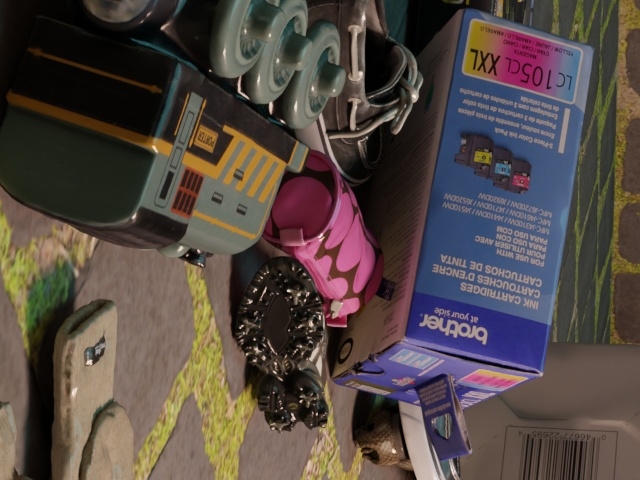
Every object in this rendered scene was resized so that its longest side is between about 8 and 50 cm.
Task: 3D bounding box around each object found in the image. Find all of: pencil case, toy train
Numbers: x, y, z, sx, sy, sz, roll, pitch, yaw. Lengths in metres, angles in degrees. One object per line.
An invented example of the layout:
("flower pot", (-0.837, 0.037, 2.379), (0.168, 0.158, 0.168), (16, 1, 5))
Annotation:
("pencil case", (0.000, 0.000, 1.537), (0.209, 0.095, 0.098), (55, 48, -65))
("toy train", (-0.089, -0.084, 1.118), (0.334, 0.142, 0.190), (27, 84, -76))

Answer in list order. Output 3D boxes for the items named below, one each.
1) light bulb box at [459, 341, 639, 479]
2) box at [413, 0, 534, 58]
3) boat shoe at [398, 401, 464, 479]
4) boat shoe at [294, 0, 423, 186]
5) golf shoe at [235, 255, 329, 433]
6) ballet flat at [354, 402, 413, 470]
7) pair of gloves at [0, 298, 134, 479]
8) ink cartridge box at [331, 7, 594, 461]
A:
("light bulb box", (0.337, 0.306, 2.238), (0.361, 0.358, 0.225), (68, 28, -55))
("box", (0.186, -0.296, 2.055), (0.318, 0.097, 0.395), (-33, 128, -74))
("boat shoe", (0.140, 0.136, 1.946), (0.108, 0.102, 0.301), (43, 42, -72))
("boat shoe", (0.036, -0.142, 1.565), (0.306, 0.105, 0.113), (75, 27, -54))
("golf shoe", (-0.031, 0.074, 1.516), (0.094, 0.077, 0.198), (-87, 177, -47))
("ballet flat", (0.081, 0.227, 2.016), (0.250, 0.058, 0.084), (25, 54, -80))
("pair of gloves", (-0.175, 0.168, 1.076), (0.240, 0.042, 0.204), (-58, 148, -61))
("ink cartridge box", (0.129, 0.011, 1.729), (0.270, 0.151, 0.395), (137, -33, -72))
